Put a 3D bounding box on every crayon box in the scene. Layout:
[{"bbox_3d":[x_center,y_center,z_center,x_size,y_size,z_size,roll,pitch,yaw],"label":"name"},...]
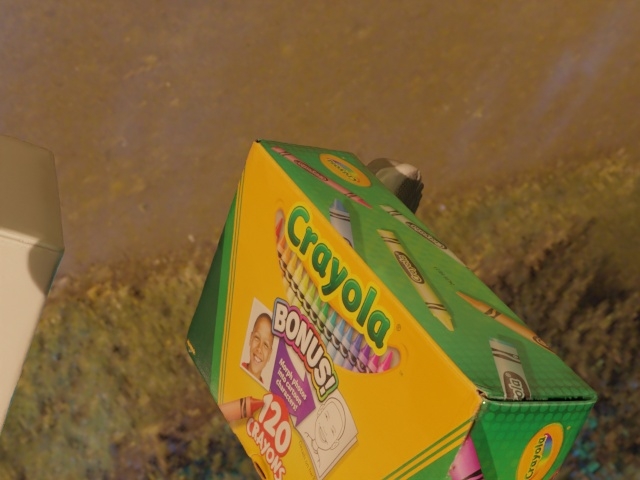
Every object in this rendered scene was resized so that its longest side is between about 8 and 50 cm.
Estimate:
[{"bbox_3d":[0.022,0.075,0.659,0.081,0.278,0.165,5,118,-33],"label":"crayon box"}]

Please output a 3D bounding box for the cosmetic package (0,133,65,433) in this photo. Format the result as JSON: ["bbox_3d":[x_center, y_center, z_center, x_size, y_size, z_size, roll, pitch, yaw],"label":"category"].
[{"bbox_3d":[-0.462,0.088,1.050,0.328,0.329,0.393,17,104,-20],"label":"cosmetic package"}]

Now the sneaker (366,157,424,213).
[{"bbox_3d":[0.000,0.000,0.956,0.105,0.115,0.281,-62,-176,-26],"label":"sneaker"}]
